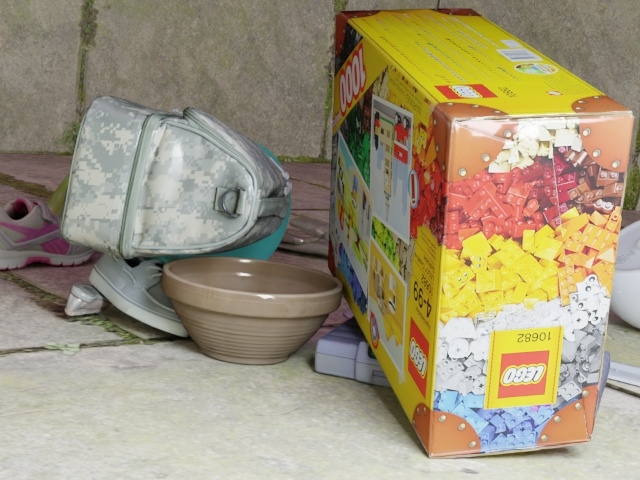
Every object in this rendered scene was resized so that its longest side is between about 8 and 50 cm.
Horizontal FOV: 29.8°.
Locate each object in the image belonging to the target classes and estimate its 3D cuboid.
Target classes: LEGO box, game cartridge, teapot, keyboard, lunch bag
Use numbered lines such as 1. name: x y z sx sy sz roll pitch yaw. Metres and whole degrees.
1. LEGO box: 0.156 -0.040 1.416 0.193 0.372 0.500 -3 22 -12
2. game cartridge: 0.191 0.156 1.566 0.355 0.068 0.230 9 5 16
3. teapot: 0.588 0.077 1.981 0.252 0.187 0.256 -10 23 41
4. keyboard: 0.481 0.199 1.641 0.256 0.014 0.072 12 16 33
5. lunch bag: -0.183 -0.073 1.651 0.256 0.212 0.305 15 3 5

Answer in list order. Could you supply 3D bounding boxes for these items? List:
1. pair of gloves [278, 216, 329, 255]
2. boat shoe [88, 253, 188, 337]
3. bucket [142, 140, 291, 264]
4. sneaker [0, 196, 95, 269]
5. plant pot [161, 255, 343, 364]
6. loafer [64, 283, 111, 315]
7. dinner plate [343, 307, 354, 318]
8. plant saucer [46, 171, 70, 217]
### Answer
1. pair of gloves: 0.000 0.000 2.460 0.204 0.042 0.240 14 13 24
2. boat shoe: -0.244 0.061 1.667 0.079 0.081 0.227 24 4 -44
3. bucket: -0.197 -0.065 2.032 0.281 0.281 0.183 -1 13 -37
4. sneaker: -0.470 -0.017 2.007 0.103 0.111 0.252 13 11 35
5. plant pot: -0.092 0.095 1.571 0.237 0.110 0.237 5 9 -1
6. loafer: -0.328 0.086 1.687 0.045 0.039 0.125 33 1 10
7. dinner plate: 0.106 0.116 1.886 0.141 0.017 0.141 5 10 -1
8. plant saucer: -0.440 -0.083 2.206 0.037 0.241 0.241 39 -4 -23
